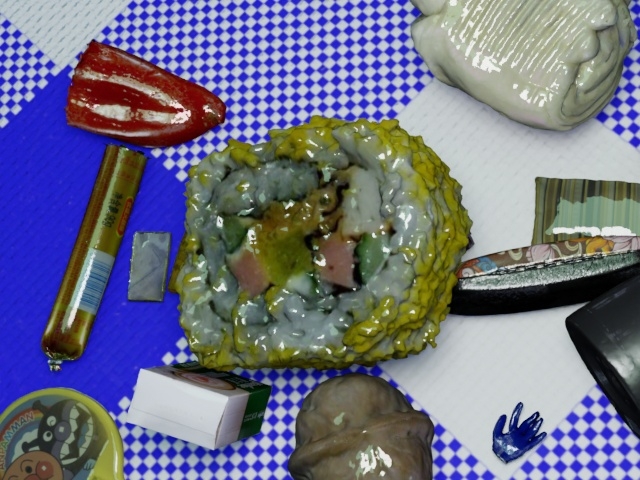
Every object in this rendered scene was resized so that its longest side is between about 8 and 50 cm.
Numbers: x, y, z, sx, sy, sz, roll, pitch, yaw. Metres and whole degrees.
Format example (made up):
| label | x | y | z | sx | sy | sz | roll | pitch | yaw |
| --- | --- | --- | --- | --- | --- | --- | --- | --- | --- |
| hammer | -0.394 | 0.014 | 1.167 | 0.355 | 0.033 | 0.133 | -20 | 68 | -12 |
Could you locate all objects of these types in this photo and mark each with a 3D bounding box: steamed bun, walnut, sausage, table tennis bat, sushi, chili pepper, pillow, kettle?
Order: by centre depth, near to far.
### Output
| label | x | y | z | sx | sy | sz | roll | pitch | yaw |
| --- | --- | --- | --- | --- | --- | --- | --- | --- | --- |
| kettle | 0.512 | 0.138 | 1.420 | 0.290 | 0.207 | 0.268 | -33 | 106 | -1 |
| walnut | 0.055 | 0.281 | 1.441 | 0.224 | 0.224 | 0.224 | -3 | 72 | 10 |
| sushi | 0.000 | 0.000 | 1.466 | 0.397 | 0.240 | 0.351 | -8 | 80 | 31 |
| pillow | 0.412 | -0.036 | 1.566 | 0.203 | 0.038 | 0.113 | 4 | 77 | 13 |
| steamed bun | 0.308 | -0.352 | 1.575 | 0.352 | 0.247 | 0.339 | 33 | 97 | 10 |
| table tennis bat | -0.348 | 0.358 | 1.585 | 0.369 | 0.054 | 0.224 | 24 | 80 | 21 |
| sausage | -0.354 | 0.027 | 1.679 | 0.082 | 0.082 | 0.371 | 12 | 76 | 15 |
| chili pepper | -0.278 | -0.214 | 1.728 | 0.253 | 0.136 | 0.144 | 19 | 51 | 9 |

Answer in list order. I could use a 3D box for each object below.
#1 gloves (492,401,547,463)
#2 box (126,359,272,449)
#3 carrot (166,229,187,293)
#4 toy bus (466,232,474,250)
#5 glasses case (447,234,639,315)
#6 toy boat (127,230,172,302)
| label | x | y | z | sx | sy | sz | roll | pitch | yaw |
| --- | --- | --- | --- | --- | --- | --- | --- | --- | --- |
| gloves | 0.274 | 0.268 | 1.503 | 0.086 | 0.026 | 0.064 | -40 | 68 | -3 |
| box | -0.165 | 0.228 | 1.508 | 0.135 | 0.199 | 0.081 | 15 | 93 | 15 |
| carrot | -0.174 | 0.006 | 1.647 | 0.082 | 0.082 | 0.173 | 15 | 81 | 15 |
| toy bus | 0.135 | -0.051 | 1.595 | 0.108 | 0.096 | 0.199 | -39 | 68 | 2 |
| glasses case | 0.315 | 0.051 | 1.512 | 0.321 | 0.122 | 0.082 | -10 | 72 | 8 |
| toy boat | -0.268 | 0.040 | 1.688 | 0.063 | 0.016 | 0.115 | 1 | 74 | 11 |
